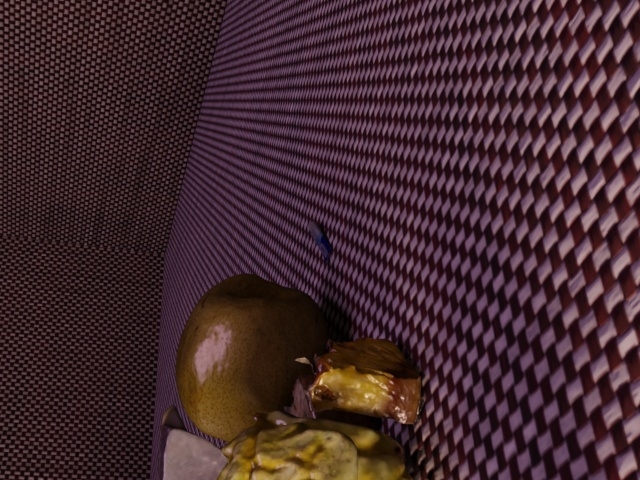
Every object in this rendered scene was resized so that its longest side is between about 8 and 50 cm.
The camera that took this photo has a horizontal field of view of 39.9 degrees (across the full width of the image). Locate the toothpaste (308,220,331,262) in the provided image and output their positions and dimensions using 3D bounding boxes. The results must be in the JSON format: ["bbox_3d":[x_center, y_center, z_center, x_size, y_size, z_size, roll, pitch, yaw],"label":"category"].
[{"bbox_3d":[0.000,0.000,1.211,0.083,0.015,0.024,-119,39,-57],"label":"toothpaste"}]

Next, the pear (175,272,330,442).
[{"bbox_3d":[-0.084,0.159,1.102,0.228,0.188,0.211,-137,53,-70],"label":"pear"}]

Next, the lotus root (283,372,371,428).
[{"bbox_3d":[0.000,0.266,0.965,0.170,0.074,0.260,-117,35,-62],"label":"lotus root"}]

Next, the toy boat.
[{"bbox_3d":[-0.141,0.344,1.149,0.276,0.111,0.293,60,166,-4],"label":"toy boat"}]

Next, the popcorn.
[{"bbox_3d":[-0.004,0.242,0.782,0.187,0.185,0.167,-3,76,57],"label":"popcorn"}]

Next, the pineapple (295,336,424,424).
[{"bbox_3d":[0.045,0.139,0.829,0.116,0.137,0.069,14,103,33],"label":"pineapple"}]
